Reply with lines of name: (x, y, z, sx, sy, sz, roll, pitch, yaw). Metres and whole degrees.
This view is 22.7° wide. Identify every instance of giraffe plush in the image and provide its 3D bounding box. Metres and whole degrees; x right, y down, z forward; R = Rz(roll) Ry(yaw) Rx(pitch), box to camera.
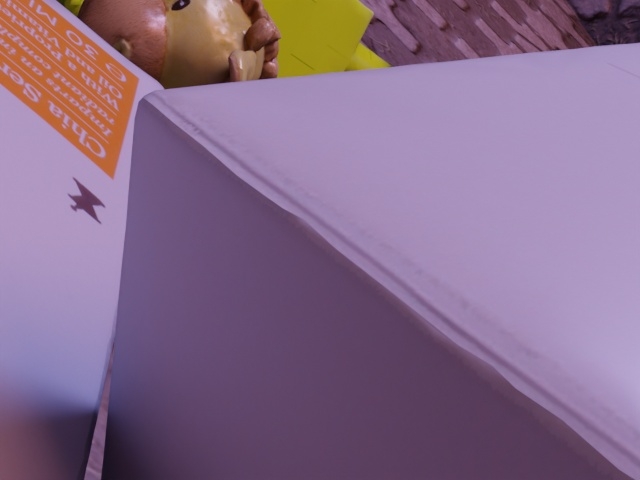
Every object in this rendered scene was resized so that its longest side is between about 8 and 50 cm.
giraffe plush: (-0.099, -0.083, 0.935, 0.210, 0.170, 0.181, -10, 57, -41)

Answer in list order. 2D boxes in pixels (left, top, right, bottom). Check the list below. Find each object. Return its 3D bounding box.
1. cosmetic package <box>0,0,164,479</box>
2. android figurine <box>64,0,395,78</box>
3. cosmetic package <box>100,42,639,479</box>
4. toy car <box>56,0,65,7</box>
cosmetic package: (-0.210, 0.007, 0.627, 0.230, 0.161, 0.453, 40, 21, -19)
android figurine: (-0.062, -0.132, 1.126, 0.273, 0.248, 0.056, 33, -7, -41)
cosmetic package: (0.164, 0.132, 0.573, 0.394, 0.329, 0.327, -9, 31, -34)
toy car: (-0.149, -0.186, 1.204, 0.182, 0.159, 0.136, -82, 163, -67)
